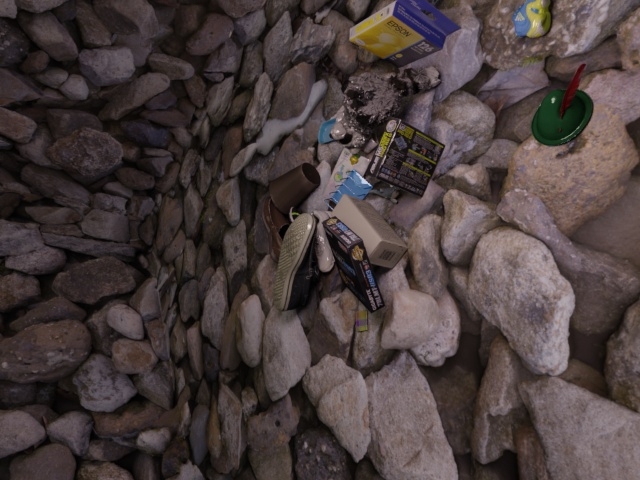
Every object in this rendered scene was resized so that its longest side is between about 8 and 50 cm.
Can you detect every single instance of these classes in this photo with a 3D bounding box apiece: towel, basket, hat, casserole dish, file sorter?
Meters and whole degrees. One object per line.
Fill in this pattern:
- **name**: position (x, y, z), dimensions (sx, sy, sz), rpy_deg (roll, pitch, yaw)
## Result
- **towel**: position (0.166, 0.319, 1.854), dimensions (0.060, 0.009, 0.083), rpy_deg (-20, 64, 44)
- **basket**: position (-0.121, -0.272, 2.287), dimensions (0.227, 0.154, 0.204), rpy_deg (-34, 60, 35)
- **hat**: position (0.669, -0.402, 1.353), dimensions (0.208, 0.184, 0.173), rpy_deg (-59, 41, 19)
- **casserole dish**: position (0.059, -0.526, 2.240), dimensions (0.188, 0.037, 0.114), rpy_deg (-5, 74, 49)
- **file sorter**: position (0.114, -0.199, 1.977), dimensions (0.118, 0.104, 0.170), rpy_deg (45, 117, 13)

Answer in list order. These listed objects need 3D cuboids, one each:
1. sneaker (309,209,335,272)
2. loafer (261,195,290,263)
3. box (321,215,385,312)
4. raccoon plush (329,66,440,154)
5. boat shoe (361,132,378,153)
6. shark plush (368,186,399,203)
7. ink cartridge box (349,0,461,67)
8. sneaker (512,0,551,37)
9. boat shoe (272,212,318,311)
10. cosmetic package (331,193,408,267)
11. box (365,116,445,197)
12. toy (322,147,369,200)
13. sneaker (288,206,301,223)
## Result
- **sneaker**: position (0.000, 0.000, 2.075), dimensions (0.110, 0.118, 0.291), rpy_deg (-21, 64, 43)
- **loafer**: position (-0.193, -0.067, 2.331), dimensions (0.130, 0.134, 0.365), rpy_deg (-28, 67, 37)
- **box**: position (0.118, 0.084, 1.751), dimensions (0.073, 0.293, 0.295), rpy_deg (-26, 26, -9)
- **raccoon plush**: position (0.251, -0.500, 1.879), dimensions (0.299, 0.447, 0.216), rpy_deg (92, 170, -68)
- **boat shoe**: position (0.204, -0.519, 2.022), dimensions (0.096, 0.098, 0.276), rpy_deg (-23, 71, 42)
- **shark plush**: position (0.258, -0.203, 1.870), dimensions (0.161, 0.067, 0.073), rpy_deg (30, 102, 50)
- **ink cartridge box**: position (0.325, -0.798, 1.799), dimensions (0.307, 0.304, 0.072), rpy_deg (-4, 78, 50)
- **sneaker**: position (0.692, -0.781, 1.525), dimensions (0.126, 0.091, 0.239), rpy_deg (9, 86, 52)
- **boat shoe**: position (-0.085, 0.101, 2.030), dimensions (0.186, 0.156, 0.499), rpy_deg (-121, 39, -51)
- **cosmetic package**: position (0.187, -0.040, 1.830), dimensions (0.113, 0.160, 0.309), rpy_deg (-57, 41, 22)
- **box**: position (0.311, -0.293, 1.677), dimensions (0.060, 0.270, 0.216), rpy_deg (33, 104, 49)
- **toy**: position (0.120, -0.274, 2.050), dimensions (0.137, 0.056, 0.237), rpy_deg (31, 113, 20)
- **sneaker**: position (-0.072, -0.078, 2.226), dimensions (0.097, 0.084, 0.234), rpy_deg (-37, 59, 21)
